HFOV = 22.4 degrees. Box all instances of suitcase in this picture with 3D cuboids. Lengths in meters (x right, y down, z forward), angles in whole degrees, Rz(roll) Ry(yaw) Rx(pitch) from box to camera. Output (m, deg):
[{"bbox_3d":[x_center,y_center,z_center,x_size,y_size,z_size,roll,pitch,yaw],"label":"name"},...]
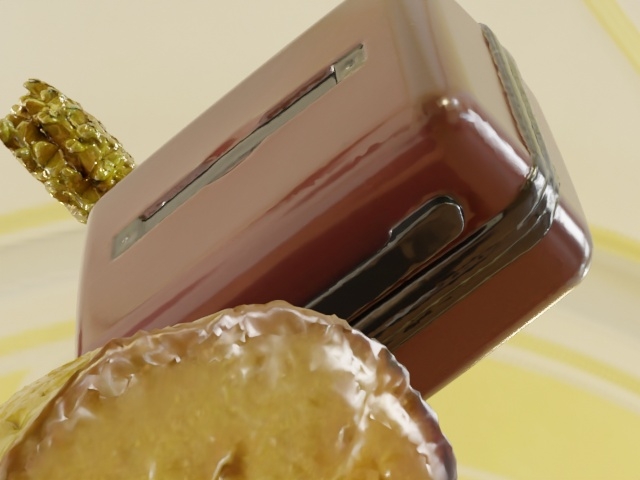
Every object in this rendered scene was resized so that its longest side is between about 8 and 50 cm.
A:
[{"bbox_3d":[0.000,0.000,0.957,0.297,0.236,0.161,-36,-61,16],"label":"suitcase"}]

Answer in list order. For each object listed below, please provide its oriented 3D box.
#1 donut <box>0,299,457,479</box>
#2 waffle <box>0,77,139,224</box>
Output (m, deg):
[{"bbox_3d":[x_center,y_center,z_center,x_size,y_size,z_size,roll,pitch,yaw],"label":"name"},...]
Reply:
[{"bbox_3d":[-0.039,0.112,0.457,0.174,0.075,0.190,-24,-77,-37],"label":"donut"},{"bbox_3d":[-0.182,-0.053,1.359,0.193,0.197,0.070,44,-89,7],"label":"waffle"}]
